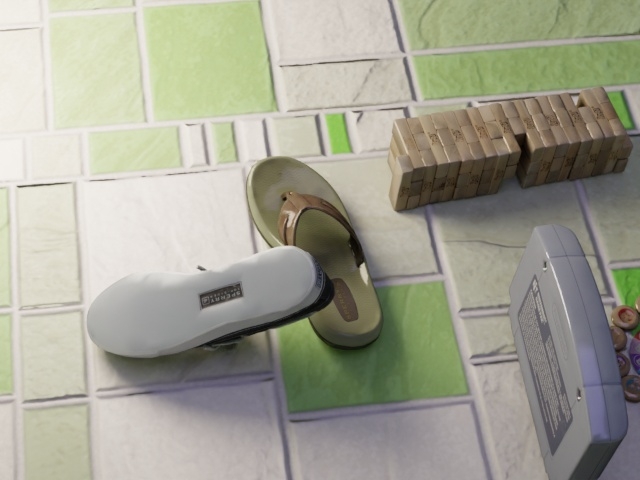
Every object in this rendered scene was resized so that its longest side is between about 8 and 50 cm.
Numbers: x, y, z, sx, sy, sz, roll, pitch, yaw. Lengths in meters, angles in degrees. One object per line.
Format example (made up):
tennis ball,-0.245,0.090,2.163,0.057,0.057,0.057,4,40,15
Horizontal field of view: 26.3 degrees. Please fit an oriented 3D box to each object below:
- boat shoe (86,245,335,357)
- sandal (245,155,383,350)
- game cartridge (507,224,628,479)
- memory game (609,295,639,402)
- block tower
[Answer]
boat shoe,-0.133,0.081,1.685,0.306,0.105,0.113,-19,67,13
sandal,0.002,0.001,1.762,0.120,0.086,0.302,-19,59,-17
game cartridge,0.289,0.139,1.619,0.060,0.196,0.294,-5,56,-6
memory game,0.444,0.144,1.737,0.186,0.012,0.186,2,55,-2
block tower,0.252,-0.128,1.868,0.335,0.091,0.097,-11,56,-12
